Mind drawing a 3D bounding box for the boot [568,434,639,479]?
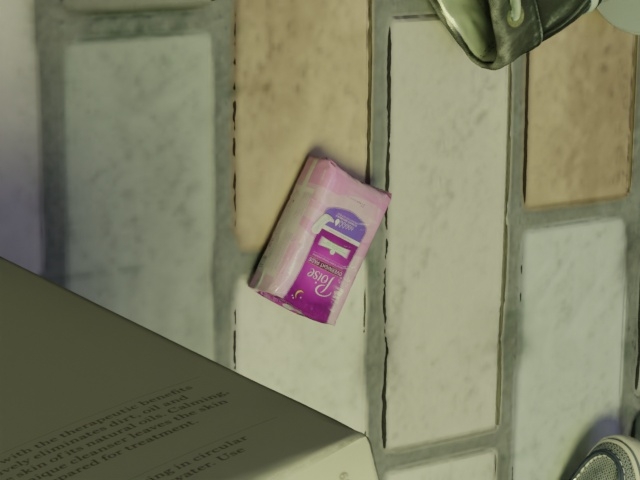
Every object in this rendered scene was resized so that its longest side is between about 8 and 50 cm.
[{"bbox_3d":[0.143,0.208,1.092,0.086,0.069,0.190,12,96,-38],"label":"boot"}]

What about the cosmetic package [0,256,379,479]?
[{"bbox_3d":[-0.141,0.124,0.700,0.197,0.365,0.155,-23,112,-26],"label":"cosmetic package"}]

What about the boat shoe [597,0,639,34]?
[{"bbox_3d":[0.170,-0.231,1.008,0.076,0.080,0.228,-46,120,-37],"label":"boat shoe"}]

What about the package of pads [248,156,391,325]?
[{"bbox_3d":[0.000,0.000,0.970,0.050,0.032,0.083,28,85,-33],"label":"package of pads"}]

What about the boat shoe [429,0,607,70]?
[{"bbox_3d":[0.052,-0.223,0.898,0.119,0.121,0.335,-46,121,-14],"label":"boat shoe"}]
